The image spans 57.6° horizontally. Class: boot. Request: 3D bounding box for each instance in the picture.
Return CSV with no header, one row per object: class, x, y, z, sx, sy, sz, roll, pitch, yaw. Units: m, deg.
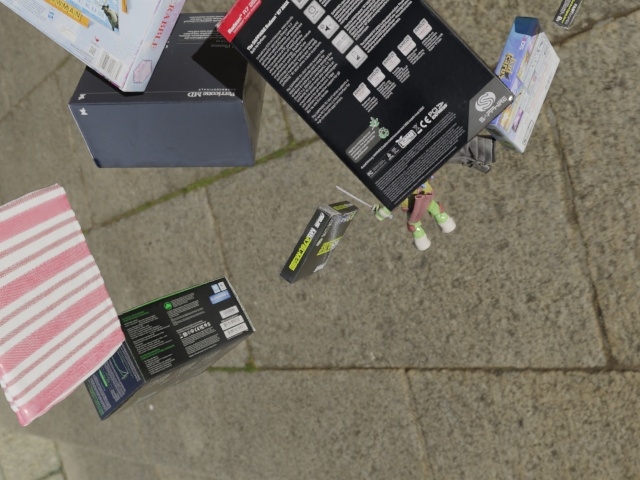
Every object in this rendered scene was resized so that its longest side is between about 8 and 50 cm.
boot,0.375,-0.286,1.595,0.222,0.338,0.118,9,82,16

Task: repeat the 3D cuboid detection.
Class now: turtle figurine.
turtle figurine,0.246,-0.123,1.624,0.274,0.198,0.266,4,138,46

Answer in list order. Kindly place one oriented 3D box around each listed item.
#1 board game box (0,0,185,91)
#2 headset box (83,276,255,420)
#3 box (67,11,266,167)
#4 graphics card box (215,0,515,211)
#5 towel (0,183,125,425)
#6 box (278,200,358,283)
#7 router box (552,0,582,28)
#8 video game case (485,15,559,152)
board game box,-0.358,-0.464,0.940,0.318,0.066,0.318,37,112,7
headset box,-0.311,0.216,1.146,0.283,0.246,0.131,-42,74,45
box,-0.304,-0.324,1.247,0.179,0.343,0.313,86,-175,-51
graphics card box,0.062,-0.252,0.824,0.371,0.094,0.233,46,110,1
towel,-0.275,0.058,0.569,0.029,0.144,0.197,-6,111,24
box,0.000,0.000,1.331,0.045,0.190,0.184,33,108,15
router box,0.556,-0.531,1.271,0.038,0.092,0.122,28,123,16
video game case,0.509,-0.389,1.491,0.061,0.244,0.270,23,94,34
